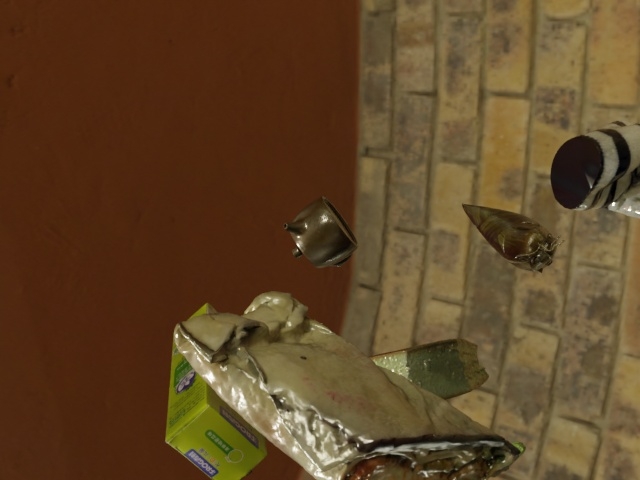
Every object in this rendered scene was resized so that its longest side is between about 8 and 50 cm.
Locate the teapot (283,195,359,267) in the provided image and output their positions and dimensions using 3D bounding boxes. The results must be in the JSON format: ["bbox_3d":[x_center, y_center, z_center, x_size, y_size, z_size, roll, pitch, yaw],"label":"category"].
[{"bbox_3d":[0.000,0.000,1.054,0.068,0.076,0.121,-35,-37,9],"label":"teapot"}]

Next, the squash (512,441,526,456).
[{"bbox_3d":[0.231,0.282,1.166,0.027,0.089,0.027,21,-126,-31],"label":"squash"}]

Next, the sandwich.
[{"bbox_3d":[0.173,0.216,1.473,0.258,0.096,0.094,-10,-97,-21],"label":"sandwich"}]

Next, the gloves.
[{"bbox_3d":[0.419,-0.096,1.184,0.219,0.131,0.140,-8,-75,-31],"label":"gloves"}]

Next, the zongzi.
[{"bbox_3d":[0.308,-0.017,1.503,0.084,0.184,0.187,-57,-11,4],"label":"zongzi"}]

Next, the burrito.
[{"bbox_3d":[0.016,0.170,0.909,0.175,0.348,0.107,-37,-27,-48],"label":"burrito"}]

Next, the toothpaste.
[{"bbox_3d":[-0.146,0.205,1.257,0.077,0.327,0.110,-40,-71,7],"label":"toothpaste"}]
